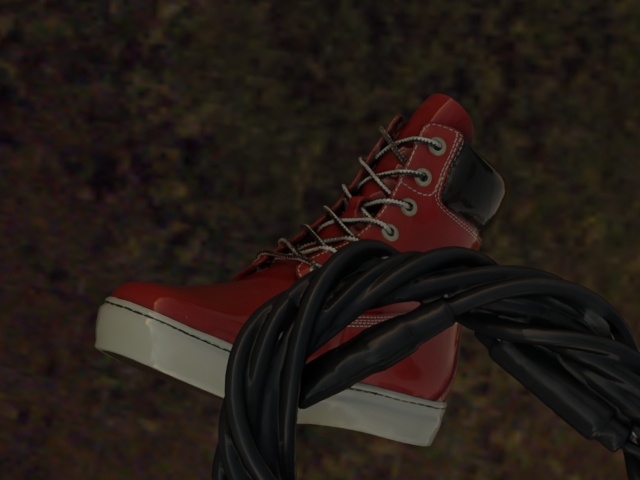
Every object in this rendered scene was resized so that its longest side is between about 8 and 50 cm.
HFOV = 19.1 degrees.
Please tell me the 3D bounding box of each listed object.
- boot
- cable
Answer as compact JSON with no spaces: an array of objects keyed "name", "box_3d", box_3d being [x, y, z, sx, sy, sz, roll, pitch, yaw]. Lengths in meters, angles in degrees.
[{"name":"boot","box_3d":[0.000,0.000,0.932,0.244,0.088,0.176,14,95,-52]},{"name":"cable","box_3d":[0.052,0.078,0.685,0.047,0.184,0.151,-171,-91,-82]}]
